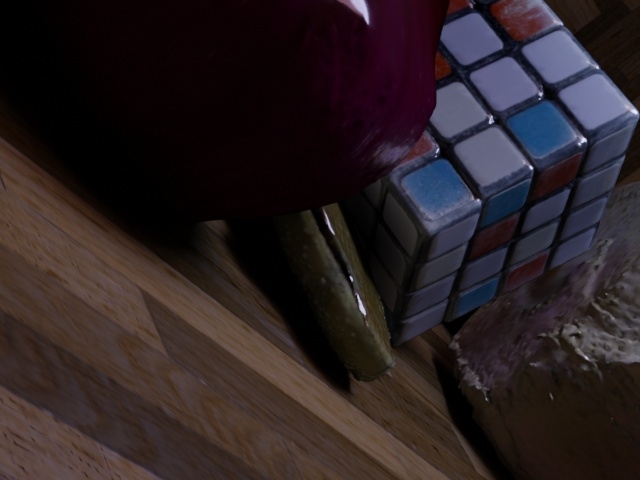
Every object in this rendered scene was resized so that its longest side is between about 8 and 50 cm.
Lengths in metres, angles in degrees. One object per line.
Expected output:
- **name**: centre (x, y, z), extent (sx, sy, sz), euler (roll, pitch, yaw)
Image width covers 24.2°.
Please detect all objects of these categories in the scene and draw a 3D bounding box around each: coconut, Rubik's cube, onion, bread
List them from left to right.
- **onion**: centre (-0.013, -0.228, 1.080), extent (0.398, 0.420, 0.398), euler (58, 7, -12)
- **bread**: centre (0.000, 0.000, 1.302), extent (0.286, 0.056, 0.207), euler (-98, 163, -77)
- **Rubik's cube**: centre (0.125, -0.092, 1.491), extent (0.256, 0.253, 0.259), euler (56, -18, 24)
- **coconut**: centre (0.373, 0.157, 1.648), extent (0.404, 0.405, 0.404), euler (51, 10, -12)

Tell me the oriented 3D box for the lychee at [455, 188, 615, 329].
- **lychee**: centre (0.310, 0.047, 1.992), extent (0.306, 0.306, 0.330), euler (58, 14, 28)
